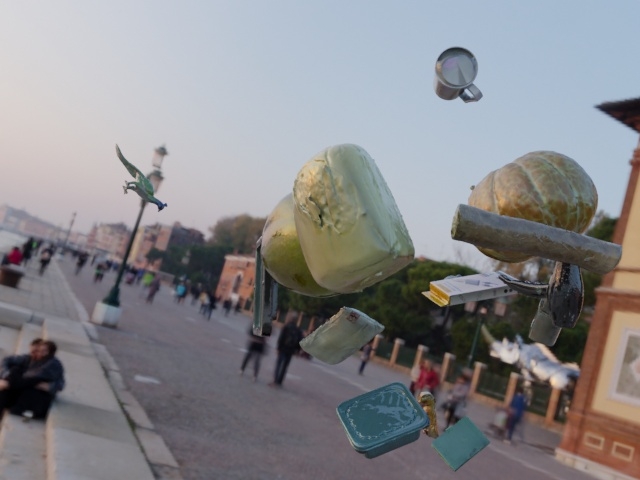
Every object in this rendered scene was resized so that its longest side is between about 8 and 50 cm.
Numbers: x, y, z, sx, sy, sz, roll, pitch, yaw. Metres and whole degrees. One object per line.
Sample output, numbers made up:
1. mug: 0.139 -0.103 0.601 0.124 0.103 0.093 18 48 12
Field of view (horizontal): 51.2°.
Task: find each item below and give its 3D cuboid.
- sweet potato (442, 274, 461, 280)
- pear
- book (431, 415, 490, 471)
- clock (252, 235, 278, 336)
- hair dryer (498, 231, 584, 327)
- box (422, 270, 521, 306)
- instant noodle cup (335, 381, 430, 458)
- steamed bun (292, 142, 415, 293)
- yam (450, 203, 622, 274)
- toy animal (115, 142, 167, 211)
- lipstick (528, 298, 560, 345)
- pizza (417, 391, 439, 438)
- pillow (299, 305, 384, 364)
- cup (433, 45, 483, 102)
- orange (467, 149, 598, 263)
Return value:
1. sweet potato: 0.379 0.139 1.953 0.067 0.067 0.274 14 12 19
2. pear: 0.000 0.000 1.535 0.321 0.269 0.269 -12 -25 40
3. book: 0.384 0.558 1.841 0.103 0.135 0.017 46 -23 32
4. clock: -0.150 0.125 1.839 0.049 0.274 0.279 3 -6 -11
5. hair dryer: 0.462 0.076 1.427 0.075 0.196 0.219 0 4 -32
6. box: 0.411 0.128 1.802 0.247 0.033 0.129 -8 15 -15
7. instant noodle cup: 0.138 0.405 1.481 0.179 0.070 0.157 -19 31 -11
8. steamed bun: 0.042 -0.032 1.093 0.166 0.232 0.273 -26 -6 13
9. yam: 0.367 -0.001 1.136 0.299 0.066 0.066 12 -7 -5
10. toy animal: -0.470 -0.155 1.658 0.217 0.041 0.075 48 37 9
11. lipstick: 0.627 0.183 1.793 0.077 0.079 0.253 21 -35 18
12. pizza: 0.344 0.561 2.133 0.056 0.135 0.271 -10 -28 3
13. pillow: 0.051 0.245 1.699 0.128 0.051 0.229 29 -47 -19
14. cup: 0.250 -0.287 1.207 0.104 0.074 0.116 45 0 6
15. orange: 0.519 -0.083 1.665 0.329 0.249 0.329 -26 -13 -7
